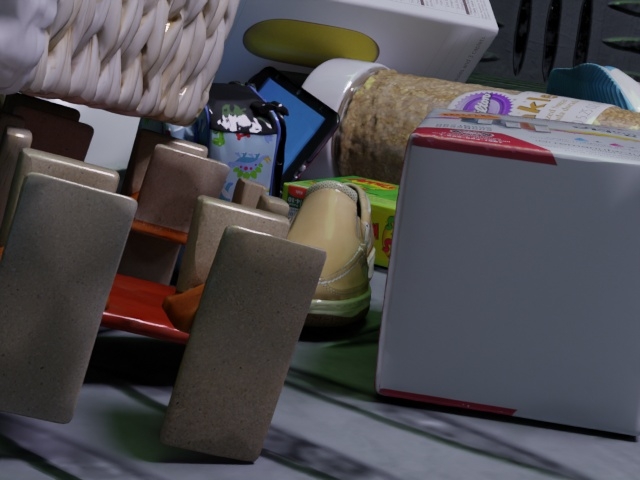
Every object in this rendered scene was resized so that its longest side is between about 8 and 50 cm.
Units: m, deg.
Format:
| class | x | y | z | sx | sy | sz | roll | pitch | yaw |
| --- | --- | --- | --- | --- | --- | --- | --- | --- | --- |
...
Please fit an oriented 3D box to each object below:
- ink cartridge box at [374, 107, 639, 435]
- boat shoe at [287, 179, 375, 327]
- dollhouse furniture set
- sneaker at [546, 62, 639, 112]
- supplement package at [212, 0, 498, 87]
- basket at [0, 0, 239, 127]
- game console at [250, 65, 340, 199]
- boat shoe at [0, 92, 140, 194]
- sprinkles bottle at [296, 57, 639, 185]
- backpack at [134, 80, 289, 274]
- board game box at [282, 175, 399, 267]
| class | x | y | z | sx | sy | sz | roll | pitch | yaw |
| --- | --- | --- | --- | --- | --- | --- | --- | --- | --- |
| ink cartridge box | 0.104 | 0.006 | 0.681 | 0.128 | 0.127 | 0.176 | 7 | 10 | 6 |
| boat shoe | 0.000 | 0.000 | 0.787 | 0.068 | 0.072 | 0.190 | 7 | 11 | 3 |
| dollhouse furniture set | -0.150 | 0.012 | 0.604 | 0.259 | 0.135 | 0.262 | 15 | 8 | -18 |
| sneaker | 0.265 | -0.112 | 1.184 | 0.092 | 0.087 | 0.228 | 8 | 13 | -6 |
| supplement package | -0.011 | -0.217 | 1.259 | 0.263 | 0.199 | 0.198 | 7 | 50 | -24 |
| basket | -0.193 | -0.245 | 0.667 | 0.328 | 0.331 | 0.266 | 17 | 1 | 18 |
| game console | -0.074 | -0.088 | 1.097 | 0.124 | 0.085 | 0.144 | 0 | 24 | -30 |
| boat shoe | -0.223 | -0.073 | 0.855 | 0.302 | 0.113 | 0.103 | -3 | -28 | -6 |
| sprinkles bottle | 0.147 | -0.066 | 1.080 | 0.355 | 0.121 | 0.121 | 14 | 14 | 32 |
| backpack | -0.073 | -0.035 | 0.815 | 0.084 | 0.114 | 0.105 | 0 | 16 | -17 |
| board game box | 0.071 | -0.007 | 0.937 | 0.181 | 0.043 | 0.092 | 14 | 13 | 33 |
